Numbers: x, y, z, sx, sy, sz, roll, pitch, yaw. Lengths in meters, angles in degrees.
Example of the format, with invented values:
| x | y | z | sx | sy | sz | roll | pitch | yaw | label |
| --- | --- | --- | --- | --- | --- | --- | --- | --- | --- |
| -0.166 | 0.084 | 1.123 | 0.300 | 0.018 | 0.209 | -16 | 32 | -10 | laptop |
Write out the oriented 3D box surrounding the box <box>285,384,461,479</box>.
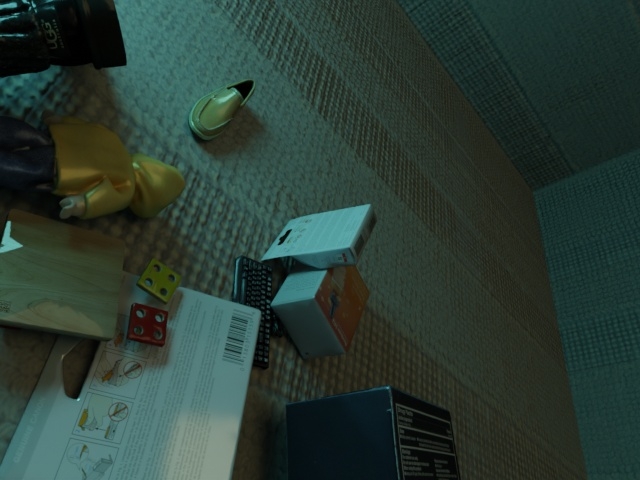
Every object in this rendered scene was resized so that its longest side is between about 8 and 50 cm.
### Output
| x | y | z | sx | sy | sz | roll | pitch | yaw | label |
| --- | --- | --- | --- | --- | --- | --- | --- | --- | --- |
| 0.096 | 0.397 | 0.762 | 0.296 | 0.182 | 0.294 | 39 | 42 | -52 | box |

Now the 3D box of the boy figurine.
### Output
| x | y | z | sx | sy | sz | roll | pitch | yaw | label |
| --- | --- | --- | --- | --- | --- | --- | --- | --- | --- |
| -0.305 | -0.095 | 0.642 | 0.285 | 0.092 | 0.177 | 8 | 44 | -54 | boy figurine |

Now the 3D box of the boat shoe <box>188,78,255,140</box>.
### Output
| x | y | z | sx | sy | sz | roll | pitch | yaw | label |
| --- | --- | --- | --- | --- | --- | --- | --- | --- | --- |
| -0.173 | -0.251 | 0.929 | 0.068 | 0.072 | 0.190 | 49 | 38 | -23 | boat shoe |

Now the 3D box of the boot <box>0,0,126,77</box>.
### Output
| x | y | z | sx | sy | sz | roll | pitch | yaw | label |
| --- | --- | --- | --- | --- | --- | --- | --- | --- | --- |
| -0.389 | -0.268 | 0.598 | 0.260 | 0.348 | 0.131 | -18 | 123 | -19 | boot |

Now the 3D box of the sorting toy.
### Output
| x | y | z | sx | sy | sz | roll | pitch | yaw | label |
| --- | --- | --- | --- | --- | --- | --- | --- | --- | --- |
| -0.297 | 0.050 | 0.592 | 0.274 | 0.046 | 0.132 | 20 | 50 | -37 | sorting toy |

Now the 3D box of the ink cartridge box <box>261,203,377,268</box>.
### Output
| x | y | z | sx | sy | sz | roll | pitch | yaw | label |
| --- | --- | --- | --- | --- | --- | --- | --- | --- | --- |
| 0.000 | 0.000 | 0.923 | 0.045 | 0.179 | 0.145 | 64 | 32 | -24 | ink cartridge box |

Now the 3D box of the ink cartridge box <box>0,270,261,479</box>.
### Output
| x | y | z | sx | sy | sz | roll | pitch | yaw | label |
| --- | --- | --- | --- | --- | --- | --- | --- | --- | --- |
| -0.212 | 0.184 | 0.631 | 0.238 | 0.060 | 0.275 | 19 | 51 | -16 | ink cartridge box |

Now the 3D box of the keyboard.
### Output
| x | y | z | sx | sy | sz | roll | pitch | yaw | label |
| --- | --- | --- | --- | --- | --- | --- | --- | --- | --- |
| -0.100 | 0.120 | 0.846 | 0.108 | 0.023 | 0.180 | 30 | 49 | -41 | keyboard |

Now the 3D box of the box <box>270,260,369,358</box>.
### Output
| x | y | z | sx | sy | sz | roll | pitch | yaw | label |
| --- | --- | --- | --- | --- | --- | --- | --- | --- | --- |
| 0.006 | 0.104 | 0.917 | 0.130 | 0.091 | 0.170 | 62 | 32 | -24 | box |
